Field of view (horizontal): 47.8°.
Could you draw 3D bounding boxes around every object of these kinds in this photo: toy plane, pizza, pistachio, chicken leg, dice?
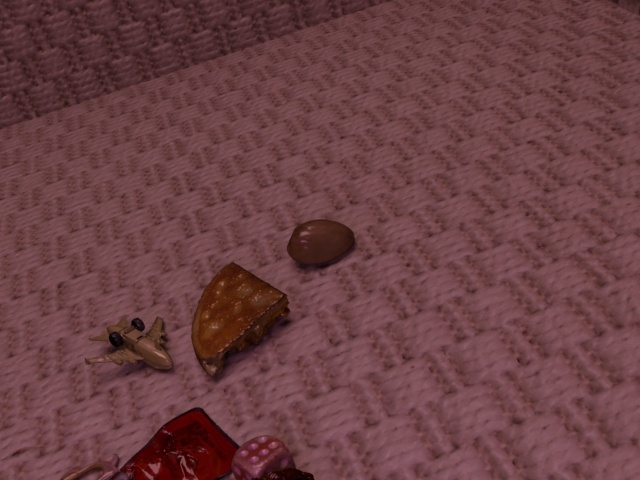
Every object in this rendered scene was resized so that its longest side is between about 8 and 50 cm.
[{"bbox_3d":[-0.448,0.252,1.761,0.244,0.092,0.229,13,32,36],"label":"toy plane"},{"bbox_3d":[-0.237,0.186,1.774,0.258,0.087,0.268,-39,42,-21],"label":"pizza"},{"bbox_3d":[0.000,0.000,1.910,0.186,0.108,0.126,-15,60,-11],"label":"pistachio"},{"bbox_3d":[-0.059,0.463,1.323,0.219,0.048,0.089,-3,74,-26],"label":"chicken leg"},{"bbox_3d":[-0.109,0.438,1.389,0.093,0.091,0.094,-30,26,-36],"label":"dice"}]

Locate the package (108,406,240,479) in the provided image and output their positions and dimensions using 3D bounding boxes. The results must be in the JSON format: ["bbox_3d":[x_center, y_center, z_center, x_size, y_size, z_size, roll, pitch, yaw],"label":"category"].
[{"bbox_3d":[-0.306,0.458,1.470,0.269,0.071,0.194,-32,55,-26],"label":"package"}]

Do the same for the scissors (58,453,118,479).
[{"bbox_3d":[-0.539,0.555,1.463,0.318,0.024,0.160,-30,42,-19],"label":"scissors"}]
